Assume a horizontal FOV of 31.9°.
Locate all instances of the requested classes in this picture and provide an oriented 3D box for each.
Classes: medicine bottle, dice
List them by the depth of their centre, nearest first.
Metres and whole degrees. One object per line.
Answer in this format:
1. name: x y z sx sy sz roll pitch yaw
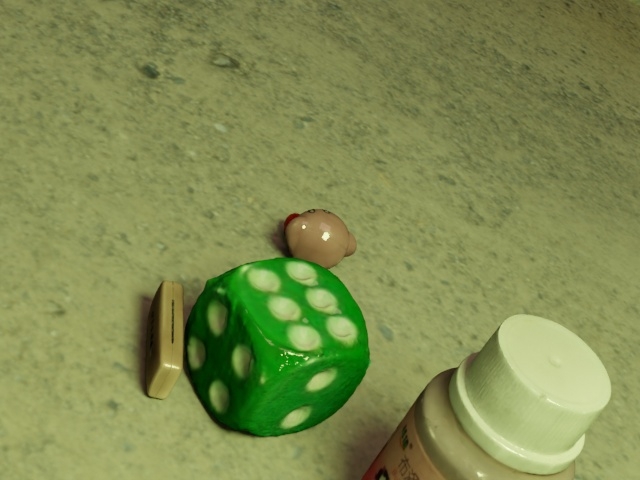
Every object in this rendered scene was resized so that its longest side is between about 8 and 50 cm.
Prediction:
1. medicine bottle: 0.130 0.179 0.919 0.147 0.247 0.147 18 36 -14
2. dice: -0.040 0.095 1.020 0.131 0.120 0.128 -4 47 -36

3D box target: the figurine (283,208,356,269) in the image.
1. figurine: 0.000 0.000 1.215 0.083 0.071 0.067 12 79 -10

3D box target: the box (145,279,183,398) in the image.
1. box: -0.143 0.089 1.020 0.025 0.048 0.115 19 37 -21
